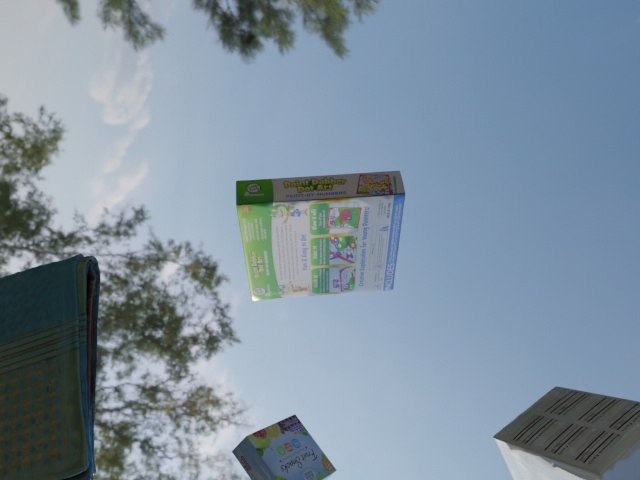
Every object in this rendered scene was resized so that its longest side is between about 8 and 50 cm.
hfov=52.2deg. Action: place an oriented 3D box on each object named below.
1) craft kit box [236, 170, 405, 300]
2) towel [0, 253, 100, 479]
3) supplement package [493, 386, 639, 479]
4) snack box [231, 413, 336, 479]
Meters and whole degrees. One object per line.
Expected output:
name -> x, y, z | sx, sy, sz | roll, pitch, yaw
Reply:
craft kit box -> 0.000, 0.000, 1.039 | 0.250, 0.246, 0.061 | 90, -7, -51
towel -> -0.415, 0.178, 0.737 | 0.370, 0.040, 0.271 | -18, -122, 10
supplement package -> 0.390, 0.333, 0.904 | 0.194, 0.149, 0.203 | 64, -23, -8
snack box -> -0.081, 0.519, 1.535 | 0.174, 0.207, 0.070 | 49, -66, 21
